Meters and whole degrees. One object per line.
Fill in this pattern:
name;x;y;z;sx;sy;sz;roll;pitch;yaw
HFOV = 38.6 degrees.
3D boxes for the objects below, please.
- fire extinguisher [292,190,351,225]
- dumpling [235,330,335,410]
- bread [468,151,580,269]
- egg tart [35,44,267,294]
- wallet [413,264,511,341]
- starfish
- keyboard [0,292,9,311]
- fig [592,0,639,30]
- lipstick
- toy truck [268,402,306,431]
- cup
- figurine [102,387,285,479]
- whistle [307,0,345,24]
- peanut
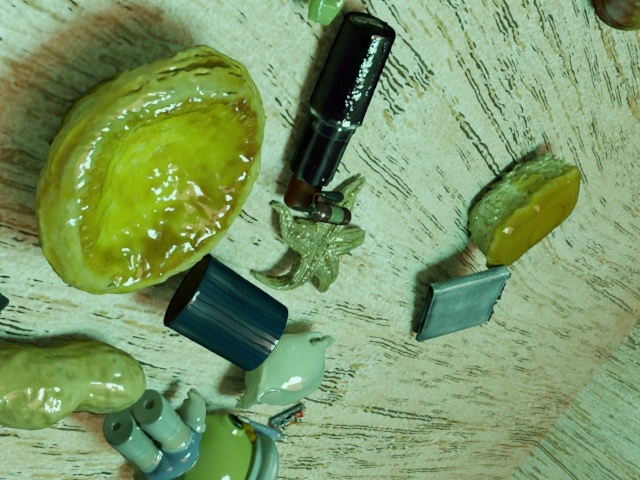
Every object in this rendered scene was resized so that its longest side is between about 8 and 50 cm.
fire extinguisher;0.013;-0.046;1.303;0.049;0.035;0.173;-45;167;11
dumpling;-0.064;0.223;1.535;0.181;0.111;0.155;-1;158;-34
bread;0.392;-0.056;1.760;0.245;0.121;0.174;-38;145;-19
egg tart;-0.200;-0.087;1.036;0.319;0.128;0.319;-33;145;-26
wallet;0.273;0.126;1.800;0.167;0.036;0.222;-13;150;-12
starfish;0.000;0.000;1.435;0.236;0.062;0.277;-47;143;-13
keyboard;-0.430;0.041;0.994;0.072;0.023;0.231;-50;148;-11
fig;0.582;-0.420;1.567;0.231;0.143;0.160;17;107;-24
lipstick;0.017;-0.166;1.249;0.081;0.081;0.299;-9;132;-44
toy truck;-0.061;0.332;1.711;0.083;0.024;0.032;-17;106;-35
cup;-0.126;0.093;1.275;0.138;0.150;0.113;34;121;-17
figurine;-0.213;0.360;1.408;0.224;0.205;0.382;-44;145;7
whistle;0.042;-0.361;1.078;0.105;0.085;0.227;6;120;-41
peanut;-0.335;0.181;1.165;0.101;0.117;0.263;-41;156;29
